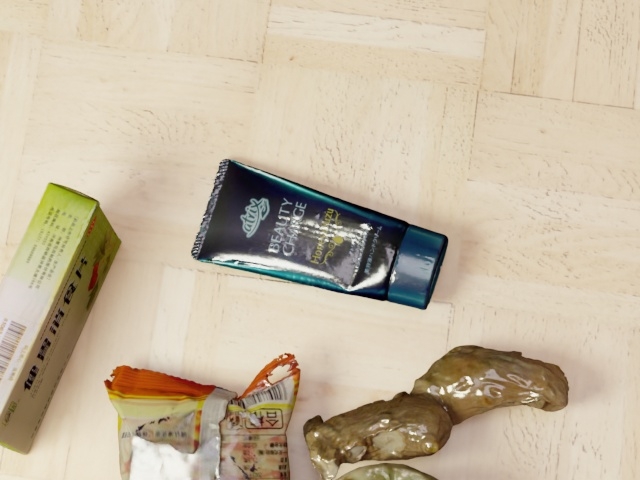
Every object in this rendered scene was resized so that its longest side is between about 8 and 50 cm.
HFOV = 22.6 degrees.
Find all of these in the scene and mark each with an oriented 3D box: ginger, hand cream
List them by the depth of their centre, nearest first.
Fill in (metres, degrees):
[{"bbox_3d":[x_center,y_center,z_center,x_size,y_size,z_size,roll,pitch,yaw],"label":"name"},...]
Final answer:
[{"bbox_3d":[0.122,0.175,1.687,0.290,0.122,0.084,-18,109,-7],"label":"ginger"},{"bbox_3d":[0.000,0.000,1.756,0.271,0.061,0.120,16,82,12],"label":"hand cream"}]

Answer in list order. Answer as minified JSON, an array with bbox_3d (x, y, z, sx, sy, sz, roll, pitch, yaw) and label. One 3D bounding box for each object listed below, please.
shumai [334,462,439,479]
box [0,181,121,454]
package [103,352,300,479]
[{"bbox_3d":[0.066,0.329,1.638,0.201,0.120,0.201,0,81,0],"label":"shumai"},{"bbox_3d":[-0.296,0.086,1.669,0.062,0.175,0.260,22,77,7],"label":"box"},{"bbox_3d":[-0.127,0.262,1.663,0.223,0.108,0.288,-2,79,2],"label":"package"}]
